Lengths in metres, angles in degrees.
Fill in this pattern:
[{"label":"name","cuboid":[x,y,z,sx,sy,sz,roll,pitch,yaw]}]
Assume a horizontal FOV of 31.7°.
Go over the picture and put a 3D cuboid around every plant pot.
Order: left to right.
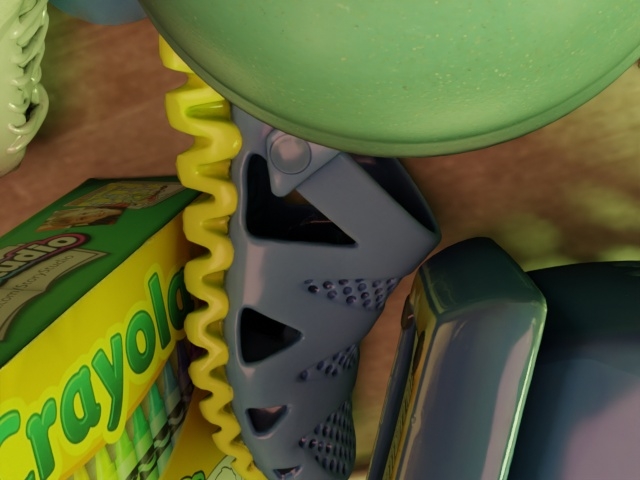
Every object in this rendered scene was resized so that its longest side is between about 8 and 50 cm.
[{"label":"plant pot","cuboid":[0.032,-0.181,0.431,0.293,0.196,0.293,0,92,6]},{"label":"plant pot","cuboid":[0.129,0.120,0.512,0.212,0.236,0.235,13,97,2]}]

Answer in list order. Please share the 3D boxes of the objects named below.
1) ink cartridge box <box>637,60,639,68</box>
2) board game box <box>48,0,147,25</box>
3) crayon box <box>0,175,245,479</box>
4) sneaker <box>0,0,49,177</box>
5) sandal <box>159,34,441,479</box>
[{"label":"ink cartridge box","cuboid":[0.275,-0.107,0.459,0.189,0.097,0.255,34,125,3]},{"label":"board game box","cuboid":[-0.120,-0.203,0.606,0.133,0.033,0.168,19,121,28]},{"label":"crayon box","cuboid":[-0.133,0.167,0.574,0.106,0.363,0.313,2,111,16]},{"label":"sneaker","cuboid":[-0.195,-0.107,0.631,0.118,0.110,0.292,39,130,-12]},{"label":"sandal","cuboid":[0.000,0.000,0.608,0.138,0.126,0.317,0,112,12]}]
